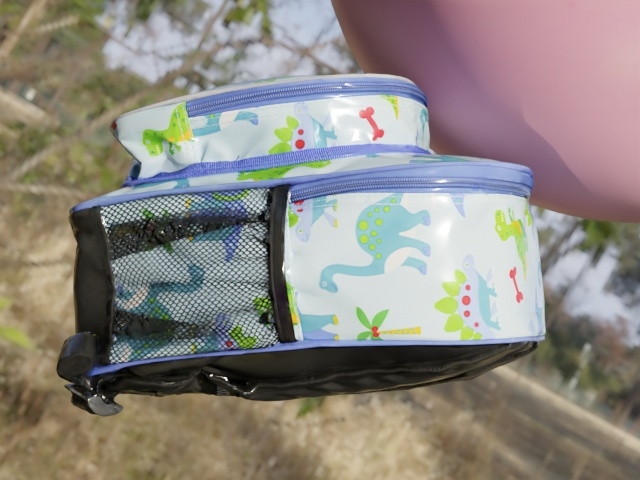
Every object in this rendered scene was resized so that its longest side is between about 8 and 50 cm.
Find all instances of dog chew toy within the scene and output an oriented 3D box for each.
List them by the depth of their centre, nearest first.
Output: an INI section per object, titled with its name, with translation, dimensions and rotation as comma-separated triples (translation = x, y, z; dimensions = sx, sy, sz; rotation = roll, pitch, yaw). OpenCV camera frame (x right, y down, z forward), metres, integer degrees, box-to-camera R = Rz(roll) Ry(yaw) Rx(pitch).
[dog chew toy]
translation = 0.090, -0.176, 0.412
dimensions = 0.206, 0.206, 0.332
rotation = 23, -51, 49

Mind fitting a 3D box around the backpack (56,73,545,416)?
[backpack]
translation = 0.000, 0.000, 0.386
dimensions = 0.114, 0.084, 0.105
rotation = -3, -3, 10
